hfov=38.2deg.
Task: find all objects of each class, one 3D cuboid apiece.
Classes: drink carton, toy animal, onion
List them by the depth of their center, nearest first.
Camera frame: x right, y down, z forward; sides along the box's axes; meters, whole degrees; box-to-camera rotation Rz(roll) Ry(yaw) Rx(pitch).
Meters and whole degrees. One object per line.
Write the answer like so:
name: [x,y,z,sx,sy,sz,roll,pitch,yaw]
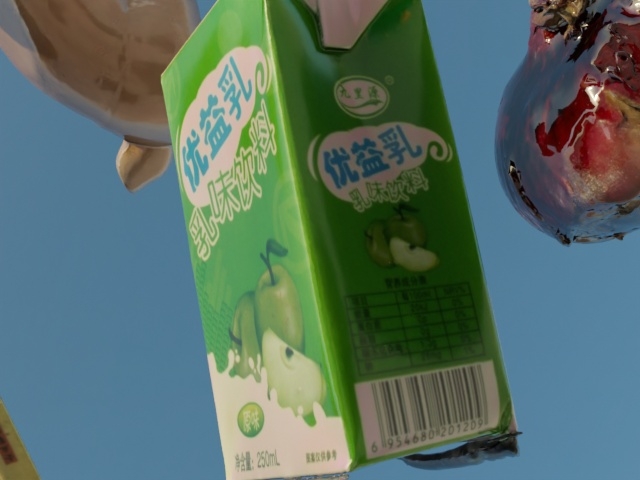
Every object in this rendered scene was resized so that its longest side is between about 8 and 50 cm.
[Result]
drink carton: [0.000,0.000,0.515,0.108,0.161,0.271,-4,-103,-30]
toy animal: [-0.188,-0.183,0.793,0.250,0.166,0.154,41,-128,-9]
onion: [0.265,-0.138,0.800,0.232,0.314,0.314,35,-87,-6]

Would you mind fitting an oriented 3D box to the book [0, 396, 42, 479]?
book: [-0.166,0.214,0.519,0.026,0.161,0.231,-16,-115,-43]
